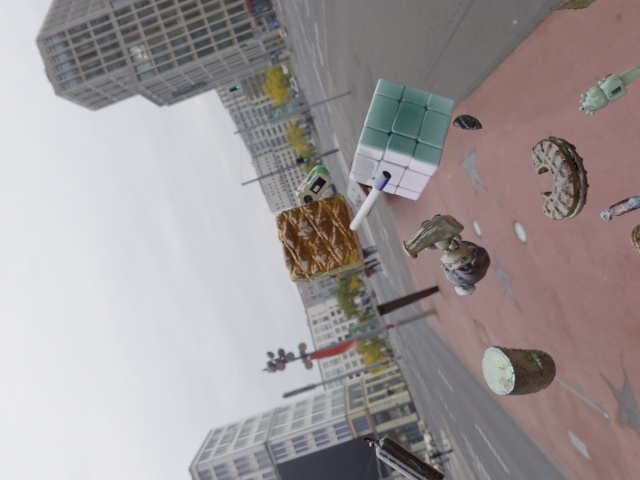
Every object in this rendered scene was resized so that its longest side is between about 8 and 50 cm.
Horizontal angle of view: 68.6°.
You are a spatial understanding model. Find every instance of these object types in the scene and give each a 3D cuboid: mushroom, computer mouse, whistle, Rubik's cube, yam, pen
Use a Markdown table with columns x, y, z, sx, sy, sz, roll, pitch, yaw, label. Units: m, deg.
| x | y | z | sx | sy | sz | roll | pitch | yaw | label |
| --- | --- | --- | --- | --- | --- | --- | --- | --- | --- |
| 0.441 | -0.026 | 1.868 | 0.108 | 0.247 | 0.096 | 47 | -164 | -44 | mushroom |
| 0.528 | -0.425 | 1.681 | 0.135 | 0.079 | 0.047 | -116 | 28 | -61 | computer mouse |
| 1.163 | -0.609 | 1.890 | 0.101 | 0.253 | 0.106 | 32 | -151 | -48 | whistle |
| 0.319 | -0.398 | 1.888 | 0.319 | 0.315 | 0.322 | 99 | -172 | -71 | Rubik's cube |
| 0.630 | 0.419 | 1.499 | 0.254 | 0.154 | 0.154 | 11 | -134 | -35 | yam |
| 0.154 | -0.119 | 1.489 | 0.269 | 0.033 | 0.033 | 119 | 142 | -48 | pen |

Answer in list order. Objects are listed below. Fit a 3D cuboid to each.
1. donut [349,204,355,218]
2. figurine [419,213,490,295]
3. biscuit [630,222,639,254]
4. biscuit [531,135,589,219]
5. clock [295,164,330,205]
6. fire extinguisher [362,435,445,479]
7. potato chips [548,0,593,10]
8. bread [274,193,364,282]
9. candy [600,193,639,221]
| x | y | z | sx | sy | sz | roll | pitch | yaw | label |
| --- | --- | --- | --- | --- | --- | --- | --- | --- | --- |
| 0.070 | -0.043 | 2.078 | 0.085 | 0.217 | 0.141 | 52 | -169 | -26 | donut |
| 0.592 | 0.056 | 2.046 | 0.365 | 0.218 | 0.206 | 39 | -157 | -31 | figurine |
| 1.300 | -0.014 | 1.765 | 0.042 | 0.226 | 0.226 | 40 | -159 | -35 | biscuit |
| 1.015 | -0.269 | 1.986 | 0.268 | 0.115 | 0.366 | 114 | 143 | -85 | biscuit |
| -0.033 | -0.259 | 2.166 | 0.100 | 0.194 | 0.195 | 35 | -163 | -17 | clock |
| 0.257 | 0.697 | 1.485 | 0.267 | 0.072 | 0.089 | 28 | -176 | 20 | fire extinguisher |
| 0.879 | -0.805 | 1.572 | 0.142 | 0.209 | 0.026 | -11 | -90 | -57 | potato chips |
| 0.000 | 0.000 | 1.755 | 0.207 | 0.279 | 0.279 | 39 | -142 | -76 | bread |
| 0.883 | -0.097 | 1.356 | 0.045 | 0.043 | 0.175 | 56 | 166 | 7 | candy |
